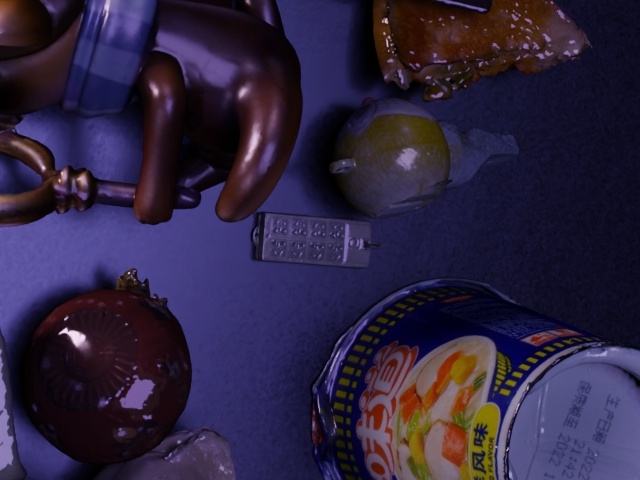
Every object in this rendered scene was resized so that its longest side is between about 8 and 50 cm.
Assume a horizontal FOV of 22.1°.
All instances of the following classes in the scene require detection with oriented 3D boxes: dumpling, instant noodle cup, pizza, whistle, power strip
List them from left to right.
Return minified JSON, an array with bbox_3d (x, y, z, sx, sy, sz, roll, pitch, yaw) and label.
[{"bbox_3d":[-0.156,0.254,1.484,0.199,0.118,0.136,-30,123,-4],"label":"dumpling"},{"bbox_3d":[0.000,0.000,1.588,0.136,0.019,0.051,6,88,-23],"label":"power strip"},{"bbox_3d":[0.097,-0.088,1.585,0.223,0.123,0.123,-10,96,-36],"label":"whistle"},{"bbox_3d":[0.145,-0.215,1.622,0.226,0.069,0.147,-15,76,-25],"label":"pizza"},{"bbox_3d":[0.179,0.178,1.511,0.284,0.312,0.284,-1,91,-22],"label":"instant noodle cup"}]

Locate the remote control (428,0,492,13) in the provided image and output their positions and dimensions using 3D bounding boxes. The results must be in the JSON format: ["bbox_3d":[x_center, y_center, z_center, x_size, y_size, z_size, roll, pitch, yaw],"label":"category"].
[{"bbox_3d":[0.047,-0.266,1.558,0.245,0.025,0.063,12,72,-7],"label":"remote control"}]

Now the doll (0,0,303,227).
[{"bbox_3d":[-0.175,-0.140,1.433,0.340,0.209,0.318,19,52,-24],"label":"doll"}]

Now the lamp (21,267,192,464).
[{"bbox_3d":[-0.184,0.124,1.458,0.157,0.135,0.156,-31,63,0],"label":"lamp"}]

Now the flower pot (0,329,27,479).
[{"bbox_3d":[-0.361,0.131,1.337,0.190,0.239,0.209,-9,128,-24],"label":"flower pot"}]
